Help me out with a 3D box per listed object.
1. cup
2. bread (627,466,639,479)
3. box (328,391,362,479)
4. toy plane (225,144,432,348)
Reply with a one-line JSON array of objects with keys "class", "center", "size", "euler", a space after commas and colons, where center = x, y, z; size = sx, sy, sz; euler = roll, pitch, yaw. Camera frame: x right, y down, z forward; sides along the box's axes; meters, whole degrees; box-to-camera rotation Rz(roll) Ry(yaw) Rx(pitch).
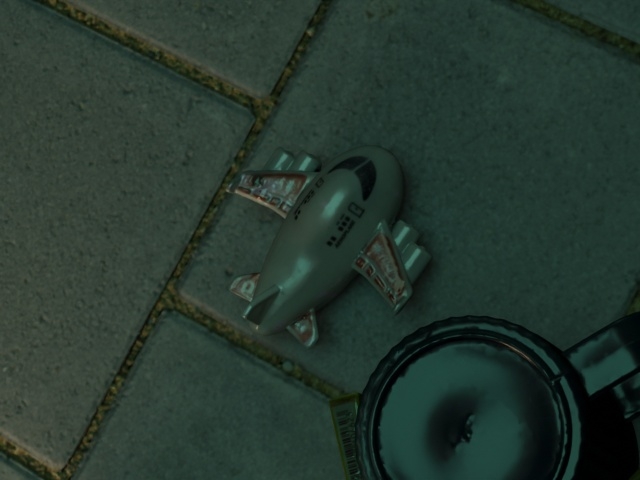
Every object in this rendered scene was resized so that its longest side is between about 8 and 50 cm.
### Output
[{"class": "cup", "center": [0.206, 0.205, 1.677], "size": [0.307, 0.292, 0.242], "euler": [-3, 76, 19]}, {"class": "bread", "center": [0.404, 0.329, 1.597], "size": [0.320, 0.237, 0.321], "euler": [12, 118, 24]}, {"class": "box", "center": [0.076, 0.303, 1.770], "size": [0.041, 0.153, 0.279], "euler": [-17, 73, 14]}, {"class": "toy plane", "center": [0.001, 0.001, 1.887], "size": [0.252, 0.118, 0.252], "euler": [-4, 75, 14]}]
